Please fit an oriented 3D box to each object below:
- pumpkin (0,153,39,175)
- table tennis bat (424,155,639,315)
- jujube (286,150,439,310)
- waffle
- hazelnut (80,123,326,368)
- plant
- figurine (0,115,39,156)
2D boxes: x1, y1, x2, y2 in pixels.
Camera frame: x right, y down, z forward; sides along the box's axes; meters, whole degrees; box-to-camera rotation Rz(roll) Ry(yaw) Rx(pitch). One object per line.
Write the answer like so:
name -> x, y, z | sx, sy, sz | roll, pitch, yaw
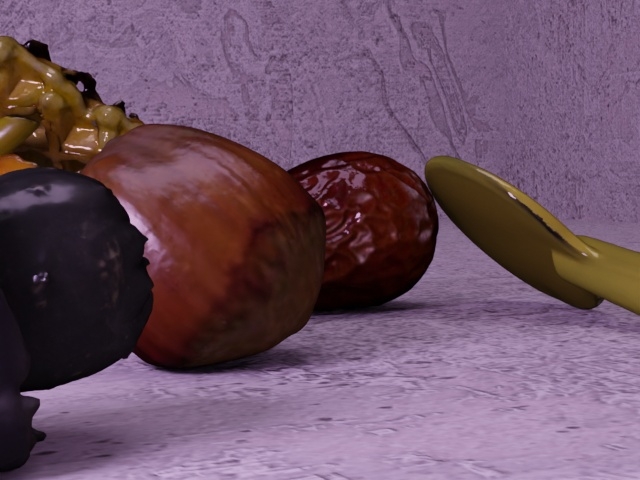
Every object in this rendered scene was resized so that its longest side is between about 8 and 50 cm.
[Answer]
pumpkin -> -0.436, -0.001, 1.275 | 0.258, 0.095, 0.290 | 3, -22, -17
table tennis bat -> 0.234, 0.007, 1.215 | 0.224, 0.054, 0.368 | 47, -10, -33
jujube -> 0.000, 0.000, 1.300 | 0.255, 0.190, 0.190 | -21, 12, -24
waffle -> -0.396, -0.097, 1.599 | 0.379, 0.095, 0.382 | 37, -44, -25
hazelnut -> -0.089, -0.001, 0.956 | 0.186, 0.210, 0.210 | -4, 2, 25
plant -> -0.206, 0.039, 0.621 | 0.256, 0.164, 0.142 | -20, 9, -29
figurine -> -0.477, -0.019, 1.502 | 0.326, 0.218, 0.169 | -6, 12, 36
